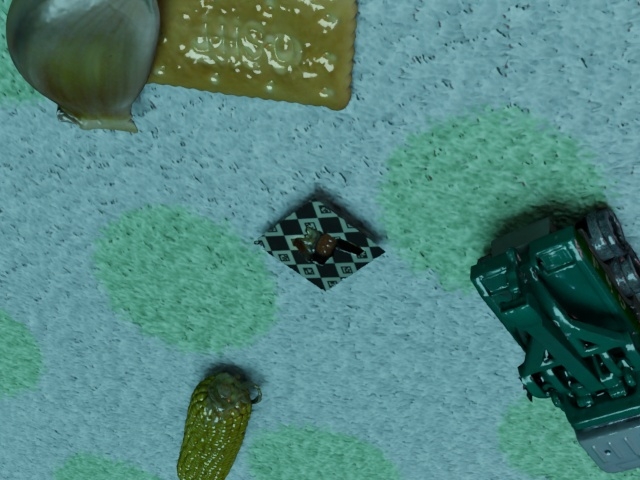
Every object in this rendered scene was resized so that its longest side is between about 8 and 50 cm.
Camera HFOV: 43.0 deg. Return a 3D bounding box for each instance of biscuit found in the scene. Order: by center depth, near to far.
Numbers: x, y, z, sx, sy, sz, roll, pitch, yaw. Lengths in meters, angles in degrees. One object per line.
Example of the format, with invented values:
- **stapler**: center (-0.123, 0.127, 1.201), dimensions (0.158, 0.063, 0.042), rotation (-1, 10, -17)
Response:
- **biscuit**: center (-0.087, -0.216, 0.842), dimensions (0.250, 0.030, 0.160), rotation (10, 132, 7)

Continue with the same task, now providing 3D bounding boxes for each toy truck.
- **toy truck**: center (0.306, 0.120, 0.942), dimensions (0.176, 0.178, 0.363), rotation (-25, 123, 31)

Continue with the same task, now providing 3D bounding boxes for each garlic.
- **garlic**: center (-0.229, -0.223, 0.808), dimensions (0.148, 0.128, 0.266), rotation (-2, 161, -30)

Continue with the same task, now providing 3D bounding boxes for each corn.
- **corn**: center (-0.171, 0.311, 1.288), dimensions (0.106, 0.106, 0.293), rotation (19, 135, -2)

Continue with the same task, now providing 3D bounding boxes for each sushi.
- **sushi**: center (0.000, 0.000, 1.015), dimensions (0.120, 0.026, 0.126), rotation (36, 134, -21)
